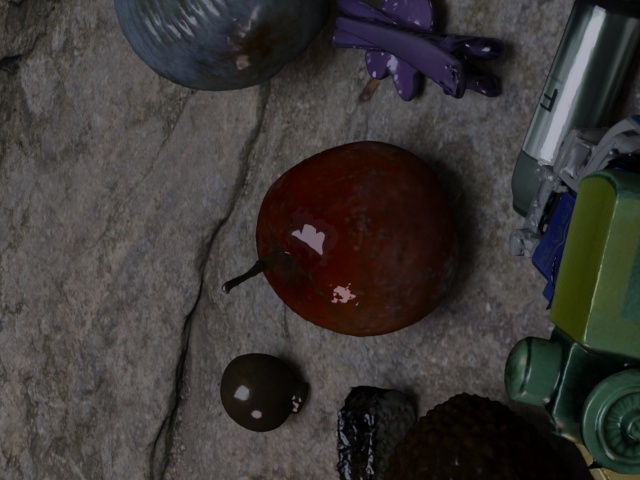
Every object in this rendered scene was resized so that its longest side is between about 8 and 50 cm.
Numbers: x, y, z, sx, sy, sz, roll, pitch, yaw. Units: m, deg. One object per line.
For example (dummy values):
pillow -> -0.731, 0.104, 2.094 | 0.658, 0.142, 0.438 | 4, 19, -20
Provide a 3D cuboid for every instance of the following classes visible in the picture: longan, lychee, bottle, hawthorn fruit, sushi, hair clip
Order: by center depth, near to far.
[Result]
bottle -> 0.268, -0.142, 1.603 | 0.096, 0.079, 0.253 | -90, 15, -68
lychee -> 0.171, 0.289, 1.639 | 0.236, 0.236, 0.271 | -55, 31, 36
hair clip -> 0.115, -0.221, 1.778 | 0.278, 0.090, 0.137 | 38, 133, 51
hawthorn fruit -> 0.033, -0.014, 1.781 | 0.231, 0.263, 0.235 | -57, 20, 8
sushi -> 0.068, 0.253, 1.857 | 0.078, 0.090, 0.150 | 0, 91, 46
longan -> -0.075, 0.204, 2.024 | 0.119, 0.106, 0.106 | 6, 100, 7

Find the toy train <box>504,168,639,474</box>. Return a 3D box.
toy train -> 0.366, 0.093, 1.307 | 0.160, 0.397, 0.253 | -129, 52, -82

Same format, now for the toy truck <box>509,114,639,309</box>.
toy truck -> 0.295, -0.030, 1.518 | 0.177, 0.161, 0.213 | 50, 128, 43

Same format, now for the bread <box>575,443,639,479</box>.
bread -> 0.339, 0.201, 1.516 | 0.140, 0.106, 0.236 | -55, 53, 38

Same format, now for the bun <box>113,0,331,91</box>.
bun -> -0.113, -0.362, 1.931 | 0.362, 0.211, 0.361 | 2, 93, 52
